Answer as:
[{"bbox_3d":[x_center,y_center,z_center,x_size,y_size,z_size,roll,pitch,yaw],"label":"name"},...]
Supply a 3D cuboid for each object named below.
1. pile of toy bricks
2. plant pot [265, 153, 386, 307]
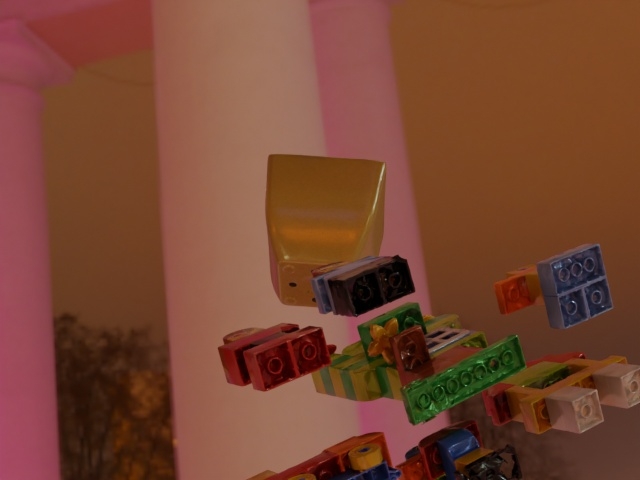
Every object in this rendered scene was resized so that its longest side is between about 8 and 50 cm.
[{"bbox_3d":[0.034,0.058,0.512,0.212,0.118,0.105,-19,9,-29],"label":"pile of toy bricks"},{"bbox_3d":[0.000,0.000,0.766,0.082,0.083,0.081,5,-40,5],"label":"plant pot"}]
